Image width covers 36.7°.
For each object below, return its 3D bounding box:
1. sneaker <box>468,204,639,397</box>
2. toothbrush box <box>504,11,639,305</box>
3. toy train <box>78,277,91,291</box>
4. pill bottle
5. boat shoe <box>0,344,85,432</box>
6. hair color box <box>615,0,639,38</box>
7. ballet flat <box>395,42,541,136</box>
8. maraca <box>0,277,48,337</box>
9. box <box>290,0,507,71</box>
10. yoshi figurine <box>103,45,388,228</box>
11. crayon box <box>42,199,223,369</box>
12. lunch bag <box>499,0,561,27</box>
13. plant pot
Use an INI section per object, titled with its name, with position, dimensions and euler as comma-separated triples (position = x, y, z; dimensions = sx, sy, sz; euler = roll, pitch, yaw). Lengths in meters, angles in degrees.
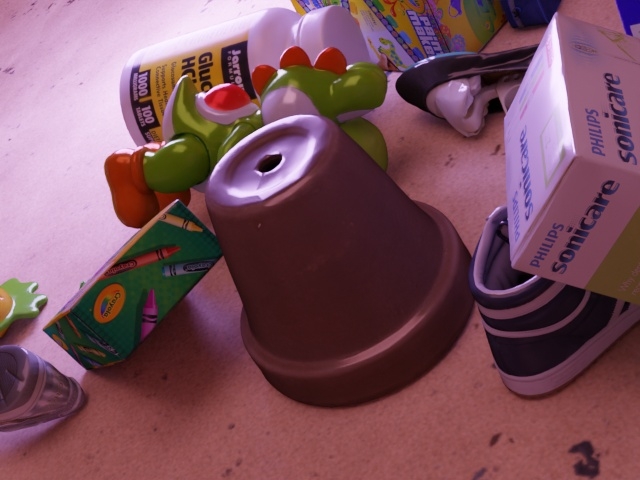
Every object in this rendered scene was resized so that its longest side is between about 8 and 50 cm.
[sneaker]
position = 0.248, -0.001, 0.862
dimensions = 0.282, 0.153, 0.099
euler = -42, 36, -13
[toothbrush box]
position = 0.301, -0.046, 0.773
dimensions = 0.283, 0.122, 0.206
euler = 15, 42, -4
[toy train]
position = -0.299, 0.058, 1.336
dimensions = 0.083, 0.017, 0.024
euler = -20, 47, 18
[pill bottle]
position = -0.105, -0.222, 1.374
dimensions = 0.334, 0.188, 0.188
euler = -11, 41, 29
[boat shoe]
position = -0.438, 0.198, 1.219
dimensions = 0.320, 0.103, 0.118
euler = -14, 58, 34
[hair color box]
position = 0.407, -0.301, 1.076
dimensions = 0.110, 0.185, 0.339
euler = -11, 41, 27
[ballet flat]
position = 0.211, -0.185, 1.172
dimensions = 0.280, 0.095, 0.096
euler = -7, 54, 32
[maraca]
position = -0.481, 0.102, 1.360
dimensions = 0.185, 0.099, 0.127
euler = -20, 39, -27
[box]
position = 0.149, -0.405, 1.411
dimensions = 0.279, 0.177, 0.290
euler = 15, 57, 45
[yoshi figurine]
position = -0.068, -0.094, 1.207
dimensions = 0.362, 0.203, 0.203
euler = -19, 56, 19
[crayon box]
position = -0.223, 0.060, 1.117
dimensions = 0.165, 0.081, 0.278
euler = -49, 10, -21
[lunch bag]
position = 0.284, -0.334, 1.314
dimensions = 0.065, 0.067, 0.098
euler = 1, 48, 39
[plant pot]
position = 0.000, 0.000, 0.991
dimensions = 0.263, 0.229, 0.263
euler = -21, 35, 16
